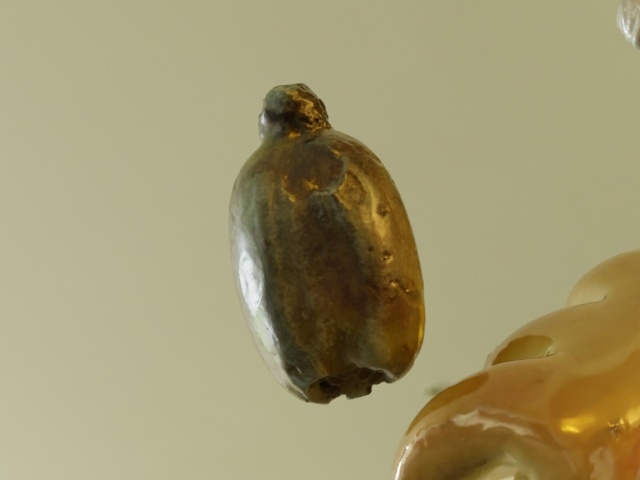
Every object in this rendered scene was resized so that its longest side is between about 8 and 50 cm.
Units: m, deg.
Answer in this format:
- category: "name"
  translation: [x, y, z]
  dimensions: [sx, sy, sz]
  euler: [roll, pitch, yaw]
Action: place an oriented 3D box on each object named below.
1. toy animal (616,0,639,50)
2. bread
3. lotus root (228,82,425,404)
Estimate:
- category: "toy animal"
  translation: [0.435, -0.193, 1.277]
  dimensions: [0.247, 0.310, 0.183]
  euler: [-8, -35, -29]
- category: "bread"
  translation: [0.189, 0.173, 0.751]
  dimensions: [0.316, 0.270, 0.211]
  euler: [54, -12, -9]
- category: "lotus root"
  translation: [0.000, 0.000, 0.786]
  dimensions: [0.113, 0.192, 0.088]
  euler: [-15, -6, 17]
